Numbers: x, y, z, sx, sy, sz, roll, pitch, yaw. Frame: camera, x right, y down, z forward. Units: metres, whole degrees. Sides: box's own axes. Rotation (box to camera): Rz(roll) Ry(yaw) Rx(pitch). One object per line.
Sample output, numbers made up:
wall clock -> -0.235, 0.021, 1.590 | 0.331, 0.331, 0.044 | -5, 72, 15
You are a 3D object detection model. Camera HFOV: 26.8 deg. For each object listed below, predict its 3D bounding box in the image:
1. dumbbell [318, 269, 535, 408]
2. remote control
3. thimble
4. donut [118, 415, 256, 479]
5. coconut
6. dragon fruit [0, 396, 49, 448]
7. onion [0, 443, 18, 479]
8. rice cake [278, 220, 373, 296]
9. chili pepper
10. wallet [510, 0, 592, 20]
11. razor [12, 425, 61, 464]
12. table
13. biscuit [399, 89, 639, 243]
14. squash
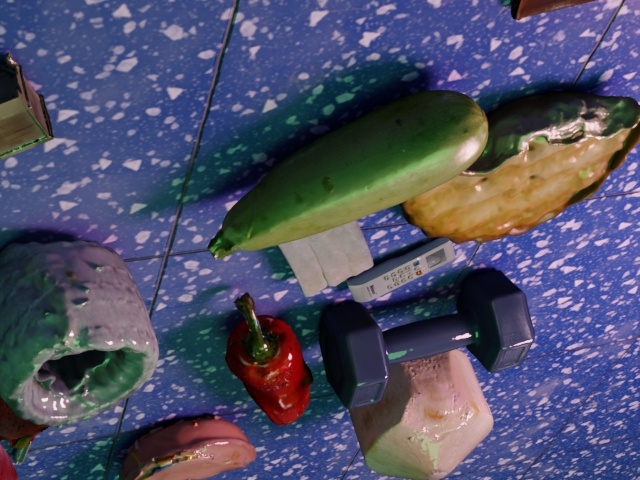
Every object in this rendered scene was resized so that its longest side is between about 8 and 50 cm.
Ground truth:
dumbbell -> 0.161, 0.148, 2.044 | 0.316, 0.156, 0.144 | -12, 119, -17
remote control -> 0.117, 0.040, 1.952 | 0.162, 0.029, 0.061 | -26, 152, -2
thimble -> -0.315, 0.107, 1.650 | 0.205, 0.172, 0.250 | -19, 153, -13
donut -> -0.234, 0.364, 2.196 | 0.233, 0.085, 0.199 | -38, 147, 26
coconut -> 0.164, 0.283, 2.182 | 0.241, 0.241, 0.241 | -16, 150, -10
dragon fruit -> -0.428, 0.215, 1.819 | 0.142, 0.138, 0.175 | 35, 144, -30
onion -> -0.565, 0.330, 1.697 | 0.347, 0.285, 0.347 | 6, 147, 4
rice cake -> 0.000, 0.000, 1.801 | 0.124, 0.038, 0.211 | -25, 150, 6
chili pepper -> -0.073, 0.192, 1.999 | 0.110, 0.110, 0.387 | -21, 154, -1
wallet -> 0.304, -0.300, 1.521 | 0.176, 0.026, 0.095 | -14, 155, -11
razor -> -0.431, 0.282, 1.989 | 0.084, 0.036, 0.211 | 26, 146, -5
table -> -0.324, -0.133, 1.352 | 0.079, 0.062, 0.083 | -22, 150, 2
biscuit -> 0.242, -0.098, 1.766 | 0.335, 0.078, 0.329 | 5, 144, -38
squash -> 0.028, -0.078, 1.623 | 0.370, 0.118, 0.118 | -24, 150, 12
